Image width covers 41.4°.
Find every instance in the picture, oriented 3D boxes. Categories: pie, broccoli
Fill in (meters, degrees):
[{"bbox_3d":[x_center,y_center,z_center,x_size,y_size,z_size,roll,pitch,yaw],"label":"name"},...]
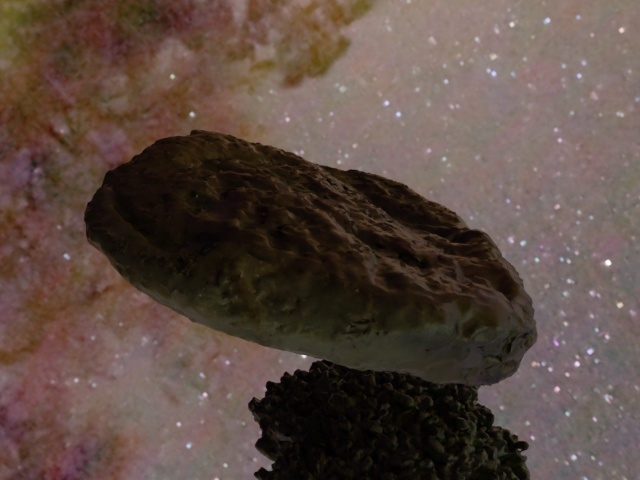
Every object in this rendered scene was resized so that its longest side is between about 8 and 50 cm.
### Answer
[{"bbox_3d":[0.000,0.000,0.517,0.277,0.276,0.079,-123,-128,-65],"label":"pie"},{"bbox_3d":[0.063,0.240,0.845,0.247,0.246,0.288,-15,-158,-13],"label":"broccoli"}]
